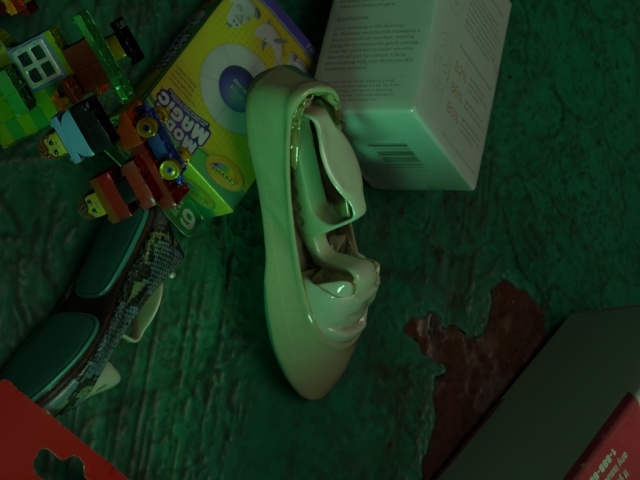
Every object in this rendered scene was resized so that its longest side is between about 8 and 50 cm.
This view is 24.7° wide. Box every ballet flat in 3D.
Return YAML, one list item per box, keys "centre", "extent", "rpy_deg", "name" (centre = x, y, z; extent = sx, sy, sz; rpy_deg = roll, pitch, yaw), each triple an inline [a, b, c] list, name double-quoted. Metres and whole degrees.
- centre: [-0.143, 0.059, 0.949]
  extent: [0.070, 0.070, 0.188]
  rpy_deg: [44, 60, -24]
  name: "ballet flat"
- centre: [0.000, 0.000, 1.027]
  extent: [0.086, 0.086, 0.249]
  rpy_deg: [-24, 111, -40]
  name: "ballet flat"

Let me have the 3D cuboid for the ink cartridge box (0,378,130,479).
- centre: [-0.170, 0.223, 0.856]
  extent: [0.181, 0.056, 0.225]
  rpy_deg: [52, 56, -46]
  name: "ink cartridge box"

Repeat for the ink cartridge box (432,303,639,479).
- centre: [0.283, 0.282, 1.189]
  extent: [0.279, 0.160, 0.385]
  rpy_deg: [-44, 109, -35]
  name: "ink cartridge box"

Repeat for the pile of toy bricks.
- centre: [-0.177, -0.095, 0.927]
  extent: [0.212, 0.105, 0.118]
  rpy_deg: [62, 20, -13]
  name: "pile of toy bricks"

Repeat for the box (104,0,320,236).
- centre: [-0.074, -0.098, 1.046]
  extent: [0.105, 0.043, 0.179]
  rpy_deg: [47, 58, -24]
  name: "box"

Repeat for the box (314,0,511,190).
- centre: [0.071, -0.141, 1.114]
  extent: [0.130, 0.091, 0.171]
  rpy_deg: [44, 53, -53]
  name: "box"
